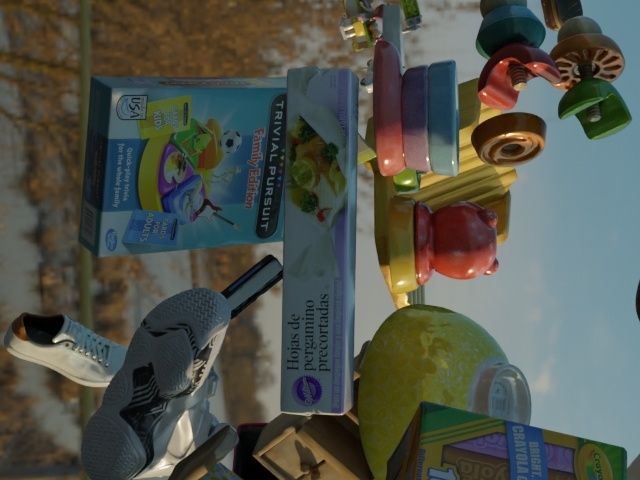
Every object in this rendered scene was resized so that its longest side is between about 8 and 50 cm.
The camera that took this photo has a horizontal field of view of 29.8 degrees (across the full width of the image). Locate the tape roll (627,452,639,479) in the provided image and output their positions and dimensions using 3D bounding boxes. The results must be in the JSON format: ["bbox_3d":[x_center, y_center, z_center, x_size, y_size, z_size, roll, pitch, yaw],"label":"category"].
[{"bbox_3d":[0.510,0.341,1.578,0.169,0.246,0.246,44,-27,29],"label":"tape roll"}]

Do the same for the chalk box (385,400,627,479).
[{"bbox_3d":[0.214,0.308,1.253,0.180,0.289,0.179,110,-7,-56],"label":"chalk box"}]

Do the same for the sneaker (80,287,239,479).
[{"bbox_3d":[-0.208,0.232,1.876,0.137,0.210,0.366,46,-69,36],"label":"sneaker"}]

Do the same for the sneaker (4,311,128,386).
[{"bbox_3d":[-0.507,0.224,2.506,0.123,0.290,0.106,129,-28,-48],"label":"sneaker"}]

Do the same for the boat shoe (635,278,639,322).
[{"bbox_3d":[0.449,0.100,1.169,0.324,0.116,0.123,30,-80,51],"label":"boat shoe"}]

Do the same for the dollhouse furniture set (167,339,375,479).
[{"bbox_3d":[0.005,0.364,1.617,0.256,0.362,0.394,-42,-168,32],"label":"dollhouse furniture set"}]

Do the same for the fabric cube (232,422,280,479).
[{"bbox_3d":[-0.019,0.484,2.018,0.258,0.254,0.259,88,4,-49],"label":"fabric cube"}]

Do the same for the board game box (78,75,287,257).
[{"bbox_3d":[-0.186,-0.116,1.810,0.079,0.336,0.254,32,-60,50],"label":"board game box"}]

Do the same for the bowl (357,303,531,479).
[{"bbox_3d":[0.198,0.231,1.670,0.289,0.156,0.289,8,80,-51],"label":"bowl"}]

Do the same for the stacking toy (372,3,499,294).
[{"bbox_3d":[0.145,-0.119,1.449,0.279,0.130,0.309,-83,168,-47],"label":"stacking toy"}]

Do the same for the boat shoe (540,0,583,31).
[{"bbox_3d":[0.365,-0.417,1.901,0.060,0.064,0.178,5,-71,59],"label":"boat shoe"}]

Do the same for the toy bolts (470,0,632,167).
[{"bbox_3d":[0.261,-0.224,1.552,0.228,0.218,0.158,28,48,-45],"label":"toy bolts"}]

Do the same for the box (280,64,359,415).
[{"bbox_3d":[0.000,0.000,1.134,0.067,0.063,0.324,1,90,-79],"label":"box"}]

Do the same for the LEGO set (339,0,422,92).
[{"bbox_3d":[0.070,-0.353,1.695,0.287,0.107,0.132,63,22,-44],"label":"LEGO set"}]

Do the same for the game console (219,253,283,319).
[{"bbox_3d":[-0.123,0.063,1.966,0.071,0.122,0.107,54,-4,-35],"label":"game console"}]

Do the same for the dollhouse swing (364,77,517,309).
[{"bbox_3d":[0.245,-0.045,2.232,0.347,0.315,0.305,67,4,-47],"label":"dollhouse swing"}]

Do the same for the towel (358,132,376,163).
[{"bbox_3d":[0.042,-0.148,1.796,0.083,0.060,0.009,46,50,-23],"label":"towel"}]
